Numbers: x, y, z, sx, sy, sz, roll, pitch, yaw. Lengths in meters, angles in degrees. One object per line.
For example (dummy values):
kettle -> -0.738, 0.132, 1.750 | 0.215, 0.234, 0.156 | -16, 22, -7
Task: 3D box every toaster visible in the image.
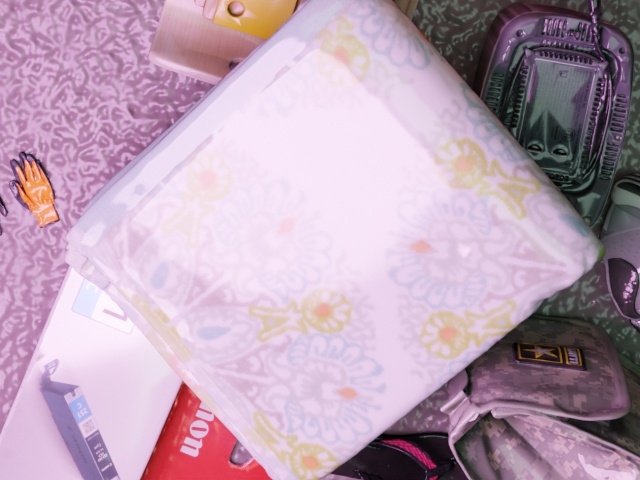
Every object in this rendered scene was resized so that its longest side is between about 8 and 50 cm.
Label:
toaster -> 0.196, -0.121, 1.527 | 0.129, 0.146, 0.227 | 8, 104, -3

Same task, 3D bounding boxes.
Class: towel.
towel -> 0.000, 0.000, 1.481 | 0.374, 0.090, 0.320 | -41, 95, 23

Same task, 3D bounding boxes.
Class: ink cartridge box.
ink cartridge box -> -0.146, 0.149, 1.632 | 0.261, 0.066, 0.296 | 22, 102, -5

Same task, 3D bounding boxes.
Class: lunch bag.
lunch bag -> 0.230, 0.186, 1.557 | 0.287, 0.235, 0.169 | 39, 106, -10

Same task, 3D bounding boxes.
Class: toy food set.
toy food set -> -0.009, -0.258, 1.494 | 0.220, 0.092, 0.306 | 17, 117, -4

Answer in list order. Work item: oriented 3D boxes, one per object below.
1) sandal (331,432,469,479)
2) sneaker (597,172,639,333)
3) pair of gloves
sandal -> 0.068, 0.214, 1.662 | 0.179, 0.040, 0.067 | 9, 103, -3
sneaker -> 0.348, 0.044, 1.583 | 0.229, 0.086, 0.132 | 33, 116, 25
pair of gloves -> -0.289, -0.039, 1.612 | 0.083, 0.010, 0.074 | -16, 104, 4
